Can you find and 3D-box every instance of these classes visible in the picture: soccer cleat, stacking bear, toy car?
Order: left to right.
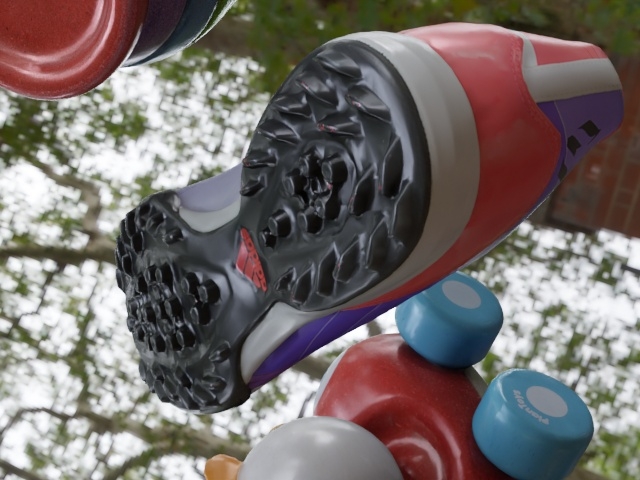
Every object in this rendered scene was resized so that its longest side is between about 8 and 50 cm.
[{"bbox_3d":[-0.112,-0.207,0.808,0.175,0.164,0.289,-36,4,34],"label":"stacking bear"},{"bbox_3d":[0.000,0.000,0.541,0.116,0.318,0.109,-14,-102,-31],"label":"soccer cleat"},{"bbox_3d":[0.014,0.155,0.824,0.238,0.210,0.219,1,-52,-34],"label":"toy car"}]
